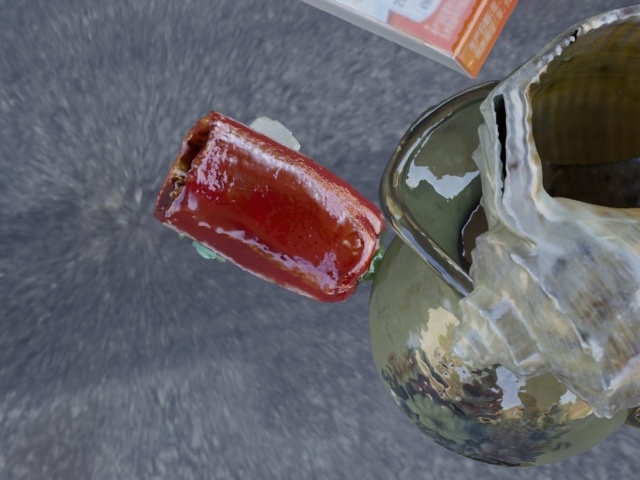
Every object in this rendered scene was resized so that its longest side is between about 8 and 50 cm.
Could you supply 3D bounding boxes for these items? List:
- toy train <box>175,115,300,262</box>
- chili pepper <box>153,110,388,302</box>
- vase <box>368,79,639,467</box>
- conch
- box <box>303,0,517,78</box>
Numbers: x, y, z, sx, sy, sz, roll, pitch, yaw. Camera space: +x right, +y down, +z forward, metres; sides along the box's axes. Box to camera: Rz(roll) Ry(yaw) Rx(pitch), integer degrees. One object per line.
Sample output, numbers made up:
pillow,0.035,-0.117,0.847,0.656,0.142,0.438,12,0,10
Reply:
toy train,-0.094,-0.054,1.691,0.081,0.194,0.125,38,55,4
chili pepper,0.000,-0.003,1.511,0.338,0.131,0.134,25,63,-13
vase,0.197,0.059,1.128,0.329,0.302,0.241,30,67,13
conch,0.131,-0.021,0.605,0.207,0.130,0.155,-35,134,-10
box,0.039,-0.265,0.842,0.265,0.048,0.273,27,89,26
